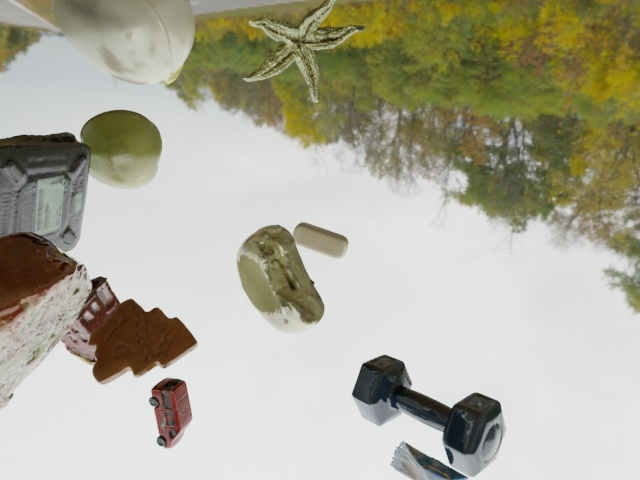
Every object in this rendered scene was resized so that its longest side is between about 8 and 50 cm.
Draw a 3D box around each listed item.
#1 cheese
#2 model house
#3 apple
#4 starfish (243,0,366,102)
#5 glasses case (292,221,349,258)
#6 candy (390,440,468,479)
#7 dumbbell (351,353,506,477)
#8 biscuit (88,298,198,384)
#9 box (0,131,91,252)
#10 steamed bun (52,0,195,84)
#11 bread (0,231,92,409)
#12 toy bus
[{"bbox_3d":[-0.097,0.097,1.232,0.127,0.266,0.233,-30,-179,-26],"label":"cheese"},{"bbox_3d":[-0.763,0.281,1.735,0.159,0.254,0.196,-6,-146,17],"label":"model house"},{"bbox_3d":[-0.688,-0.322,1.782,0.253,0.292,0.292,-6,-157,-27],"label":"apple"},{"bbox_3d":[-0.055,-0.562,1.434,0.357,0.347,0.078,18,-149,-48],"label":"starfish"},{"bbox_3d":[0.000,0.000,1.759,0.196,0.083,0.050,21,-160,7],"label":"glasses case"},{"bbox_3d":[0.179,0.378,0.839,0.136,0.088,0.038,23,-136,25],"label":"candy"},{"bbox_3d":[0.225,0.364,1.108,0.324,0.160,0.144,14,-132,46],"label":"dumbbell"},{"bbox_3d":[-0.508,0.285,1.486,0.305,0.043,0.284,2,-135,-3],"label":"biscuit"},{"bbox_3d":[-0.776,-0.108,1.403,0.090,0.360,0.350,19,-162,13],"label":"box"},{"bbox_3d":[-0.502,-0.580,1.327,0.373,0.334,0.333,37,-144,18],"label":"steamed bun"},{"bbox_3d":[-0.469,0.140,0.713,0.114,0.295,0.328,37,-112,0],"label":"bread"},{"bbox_3d":[-0.416,0.491,1.456,0.089,0.196,0.081,-2,-168,21],"label":"toy bus"}]
